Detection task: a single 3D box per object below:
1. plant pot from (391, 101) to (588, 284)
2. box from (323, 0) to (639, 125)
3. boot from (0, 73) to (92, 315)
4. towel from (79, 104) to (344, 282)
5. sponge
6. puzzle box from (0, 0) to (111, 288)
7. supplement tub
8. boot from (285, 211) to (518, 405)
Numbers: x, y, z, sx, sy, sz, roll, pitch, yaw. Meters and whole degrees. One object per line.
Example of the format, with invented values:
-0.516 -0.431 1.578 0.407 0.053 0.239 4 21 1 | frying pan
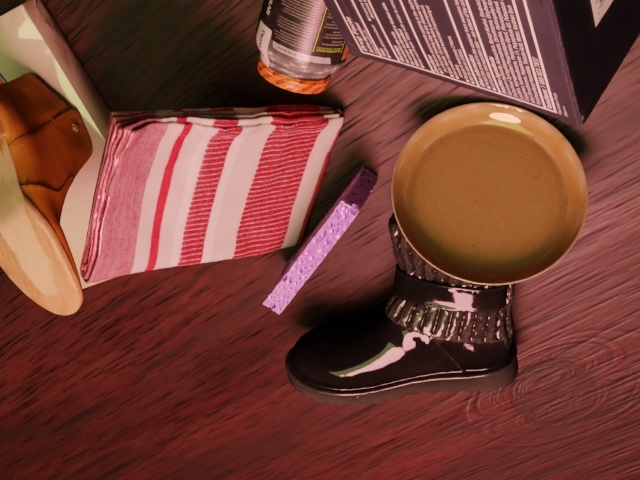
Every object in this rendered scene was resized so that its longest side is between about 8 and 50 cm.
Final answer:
0.204 -0.056 1.084 0.236 0.237 0.032 14 163 9 | plant pot
0.134 -0.297 0.829 0.294 0.183 0.296 25 163 34 | box
-0.350 -0.070 1.153 0.104 0.211 0.295 -23 104 28 | boot
-0.130 -0.060 1.122 0.037 0.328 0.237 49 133 36 | towel
0.000 0.000 1.208 0.031 0.117 0.210 35 123 -3 | sponge
-0.408 -0.118 1.302 0.272 0.052 0.409 -17 113 25 | puzzle box
-0.009 -0.278 1.049 0.116 0.117 0.190 22 122 3 | supplement tub
0.102 0.082 1.213 0.347 0.131 0.260 -7 124 8 | boot
